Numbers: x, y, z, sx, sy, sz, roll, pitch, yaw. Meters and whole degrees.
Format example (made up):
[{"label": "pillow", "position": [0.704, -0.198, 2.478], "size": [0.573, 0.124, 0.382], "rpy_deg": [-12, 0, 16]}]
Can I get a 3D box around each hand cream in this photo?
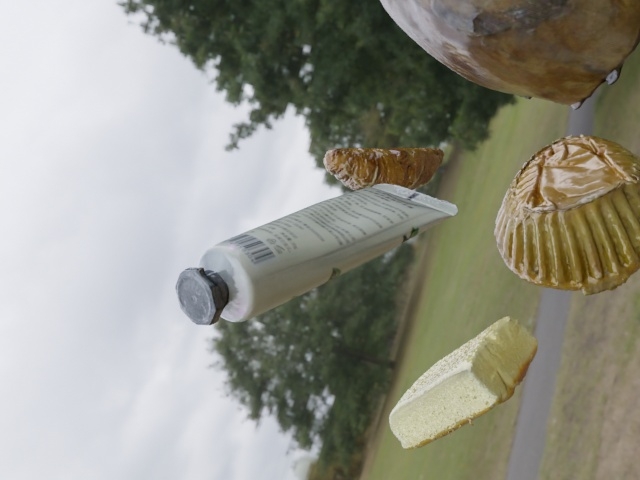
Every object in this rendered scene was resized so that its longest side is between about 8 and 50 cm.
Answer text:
[{"label": "hand cream", "position": [0.000, 0.000, 0.631], "size": [0.234, 0.080, 0.050], "rpy_deg": [-24, -54, -44]}]

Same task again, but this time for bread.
[{"label": "bread", "position": [0.105, -0.107, 1.414], "size": [0.233, 0.105, 0.076], "rpy_deg": [-7, -79, -37]}, {"label": "bread", "position": [0.174, 0.177, 1.130], "size": [0.125, 0.068, 0.188], "rpy_deg": [-38, -5, -42]}, {"label": "bread", "position": [0.334, -0.040, 1.200], "size": [0.139, 0.240, 0.240], "rpy_deg": [63, -149, -29]}]

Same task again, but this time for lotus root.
[{"label": "lotus root", "position": [0.223, -0.323, 1.049], "size": [0.316, 0.250, 0.316], "rpy_deg": [-39, 44, 52]}]
